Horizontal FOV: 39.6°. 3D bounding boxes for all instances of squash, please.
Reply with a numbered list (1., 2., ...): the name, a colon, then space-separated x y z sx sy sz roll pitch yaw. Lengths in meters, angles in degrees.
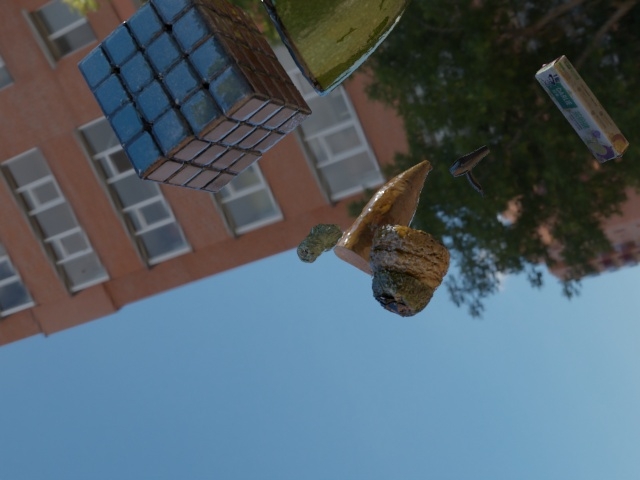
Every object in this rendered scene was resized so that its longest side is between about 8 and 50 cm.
1. squash: 0.063 -0.482 1.732 0.310 0.309 0.310 60 -171 -16

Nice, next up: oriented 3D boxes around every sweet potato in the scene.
1. sweet potato: 0.175 -0.071 2.228 0.131 0.336 0.131 38 176 3

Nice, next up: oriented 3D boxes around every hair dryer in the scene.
1. hair dryer: 0.278 -0.118 1.571 0.083 0.079 0.031 58 -174 5

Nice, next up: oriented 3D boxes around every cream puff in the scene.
1. cream puff: 0.168 0.076 1.833 0.183 0.183 0.168 44 -120 -44

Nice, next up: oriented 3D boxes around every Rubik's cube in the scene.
1. Rubik's cube: -0.284 -0.346 2.065 0.344 0.337 0.344 58 -162 15

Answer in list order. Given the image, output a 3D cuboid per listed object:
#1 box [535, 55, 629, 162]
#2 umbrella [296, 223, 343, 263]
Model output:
1. box: 0.465 -0.231 1.579 0.041 0.050 0.207 -44 -80 -30
2. umbrella: 0.000 0.000 1.817 0.143 0.067 0.062 -37 -75 -51
